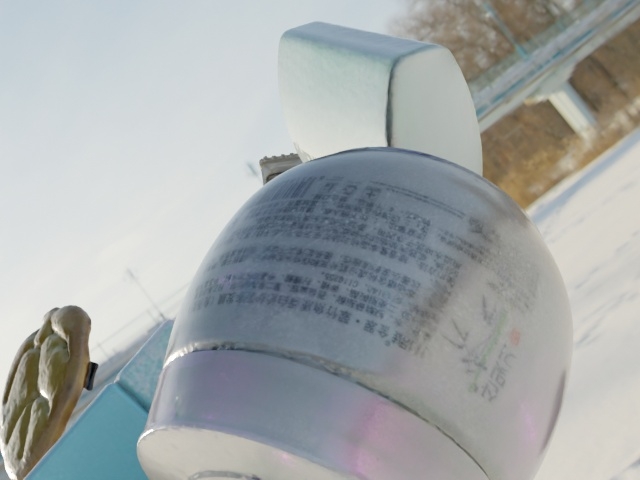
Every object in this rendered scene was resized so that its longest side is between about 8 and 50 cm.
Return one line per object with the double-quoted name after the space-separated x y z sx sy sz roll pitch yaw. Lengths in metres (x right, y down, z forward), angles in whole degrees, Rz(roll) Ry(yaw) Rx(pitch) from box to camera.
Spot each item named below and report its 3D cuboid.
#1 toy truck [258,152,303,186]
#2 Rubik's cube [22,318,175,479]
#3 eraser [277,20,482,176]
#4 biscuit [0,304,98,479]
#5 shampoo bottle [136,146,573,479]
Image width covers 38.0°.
0.000 0.000 1.280 0.136 0.111 0.286 -10 -42 9 "toy truck"
-0.117 0.314 0.981 0.322 0.316 0.319 -49 -12 -8 "Rubik's cube"
0.052 -0.129 1.000 0.104 0.189 0.290 -24 26 -16 "eraser"
-0.371 0.201 1.232 0.203 0.260 0.041 -30 -45 30 "biscuit"
0.028 0.095 0.651 0.266 0.273 0.273 -63 9 -31 "shampoo bottle"
